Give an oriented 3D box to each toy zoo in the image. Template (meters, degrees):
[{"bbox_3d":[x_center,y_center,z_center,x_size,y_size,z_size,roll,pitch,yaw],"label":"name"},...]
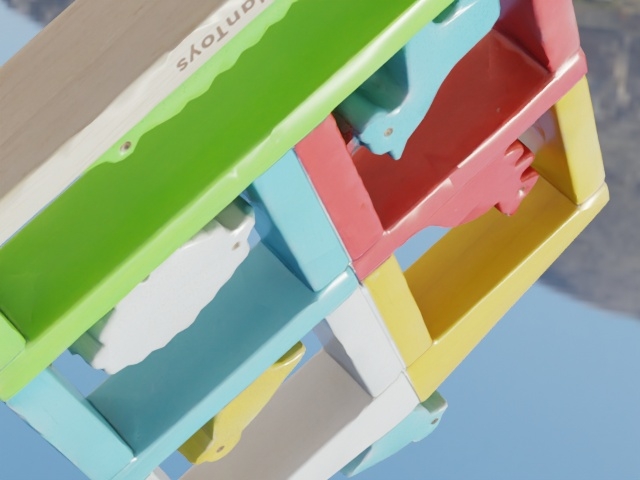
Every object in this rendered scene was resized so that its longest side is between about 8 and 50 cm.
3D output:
[{"bbox_3d":[0.000,0.000,0.538,0.030,0.192,0.293,44,172,26],"label":"toy zoo"}]
